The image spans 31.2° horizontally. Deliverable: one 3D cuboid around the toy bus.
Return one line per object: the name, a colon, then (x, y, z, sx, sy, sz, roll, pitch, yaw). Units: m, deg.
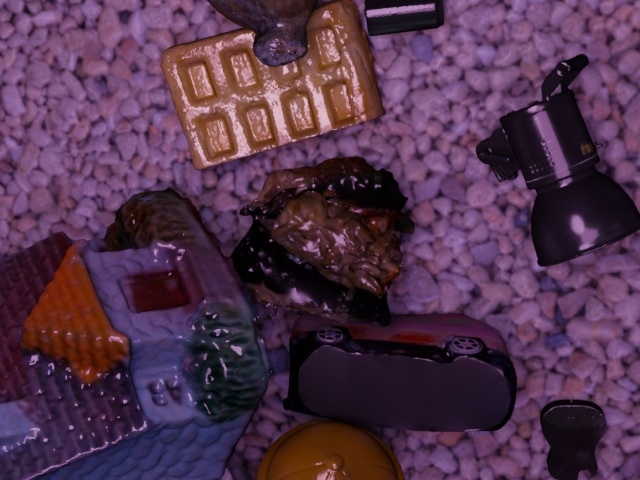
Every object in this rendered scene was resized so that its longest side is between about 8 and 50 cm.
toy bus: (0.105, 0.169, 1.521, 0.303, 0.147, 0.127, 2, 112, 5)

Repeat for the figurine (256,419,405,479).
figurine: (0.017, 0.321, 1.519, 0.192, 0.257, 0.167, -2, 84, 2)

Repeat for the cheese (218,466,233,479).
cheese: (-0.125, 0.398, 1.588, 0.163, 0.249, 0.071, -51, 50, 2)

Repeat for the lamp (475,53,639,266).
lamp: (0.294, -0.096, 1.450, 0.172, 0.147, 0.227, -22, 92, 36)

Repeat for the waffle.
waffle: (-0.066, -0.202, 1.496, 0.274, 0.057, 0.168, -14, 101, 11)

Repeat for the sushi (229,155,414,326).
sushi: (0.001, -0.006, 1.451, 0.225, 0.238, 0.218, 14, 96, 4)

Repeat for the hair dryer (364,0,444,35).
hair dryer: (0.097, -0.361, 1.443, 0.100, 0.057, 0.197, -7, 98, 7)

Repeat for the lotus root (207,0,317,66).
lotus root: (-0.099, -0.376, 1.395, 0.175, 0.175, 0.349, -31, 90, 13)

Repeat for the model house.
model house: (-0.304, 0.129, 1.391, 0.360, 0.339, 0.297, 59, 139, 33)

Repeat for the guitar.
guitar: (0.349, 0.332, 1.595, 0.088, 0.025, 0.233, 0, 104, 6)
